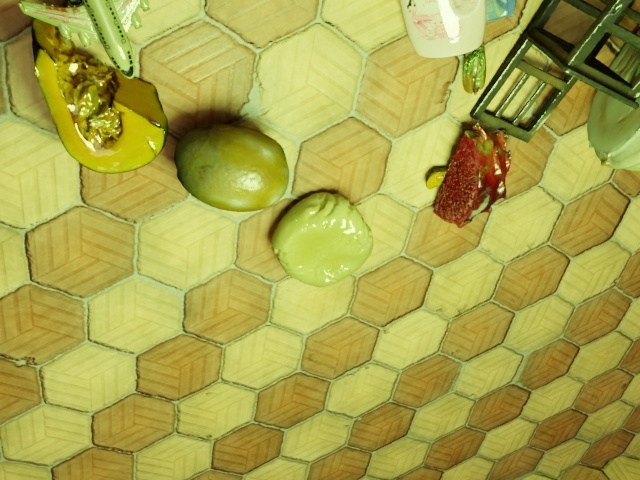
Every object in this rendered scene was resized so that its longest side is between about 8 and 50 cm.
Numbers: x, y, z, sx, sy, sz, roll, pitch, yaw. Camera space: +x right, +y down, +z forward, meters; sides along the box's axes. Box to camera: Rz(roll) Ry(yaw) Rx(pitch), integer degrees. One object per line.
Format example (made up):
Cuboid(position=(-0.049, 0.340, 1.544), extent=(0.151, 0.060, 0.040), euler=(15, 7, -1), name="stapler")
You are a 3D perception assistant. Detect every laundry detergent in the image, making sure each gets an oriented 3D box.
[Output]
Cuboid(position=(0.214, -0.498, 1.283), extent=(0.158, 0.088, 0.335), euler=(-4, 134, 15), name="laundry detergent")

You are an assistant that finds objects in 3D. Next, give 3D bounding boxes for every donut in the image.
Cuboid(position=(0.716, -0.313, 1.473), extent=(0.142, 0.383, 0.383), euler=(23, 120, -8), name="donut")

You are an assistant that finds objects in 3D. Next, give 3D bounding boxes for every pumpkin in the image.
Cuboid(position=(0.275, -0.150, 1.656), extent=(0.083, 0.028, 0.050), euler=(-10, 136, -26), name="pumpkin")
Cuboid(position=(-0.372, -0.252, 1.230), extent=(0.189, 0.139, 0.281), euler=(-10, 134, -9), name="pumpkin")

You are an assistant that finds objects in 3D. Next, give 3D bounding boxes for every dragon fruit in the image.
Cuboid(position=(0.382, -0.137, 1.627), extent=(0.161, 0.126, 0.274), euler=(-15, 140, -27), name="dragon fruit")

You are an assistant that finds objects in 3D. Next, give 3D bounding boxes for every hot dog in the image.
Cuboid(position=(0.325, -0.363, 1.487), extent=(0.056, 0.041, 0.133), euler=(-18, 133, -8), name="hot dog")

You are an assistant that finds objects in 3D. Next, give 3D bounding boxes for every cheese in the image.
Cuboid(position=(0.000, 0.000, 1.615), extent=(0.225, 0.117, 0.214), euler=(-31, 127, 11), name="cheese")

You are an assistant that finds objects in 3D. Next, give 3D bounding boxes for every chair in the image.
Cuboid(position=(0.519, -0.348, 1.432), extent=(0.203, 0.241, 0.416), euler=(16, 120, -25), name="chair")

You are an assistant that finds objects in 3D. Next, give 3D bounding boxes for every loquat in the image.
Cuboid(position=(-0.174, -0.143, 1.382), extent=(0.227, 0.179, 0.179), euler=(12, 123, -20), name="loquat")

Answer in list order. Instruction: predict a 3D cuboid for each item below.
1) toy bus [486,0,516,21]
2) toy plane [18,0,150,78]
Cuboid(position=(0.317, -0.528, 1.319), extent=(0.094, 0.079, 0.237), euler=(-22, 133, -1), name="toy bus")
Cuboid(position=(-0.359, -0.380, 1.158), extent=(0.228, 0.092, 0.244), euler=(-22, 134, -7), name="toy plane")
